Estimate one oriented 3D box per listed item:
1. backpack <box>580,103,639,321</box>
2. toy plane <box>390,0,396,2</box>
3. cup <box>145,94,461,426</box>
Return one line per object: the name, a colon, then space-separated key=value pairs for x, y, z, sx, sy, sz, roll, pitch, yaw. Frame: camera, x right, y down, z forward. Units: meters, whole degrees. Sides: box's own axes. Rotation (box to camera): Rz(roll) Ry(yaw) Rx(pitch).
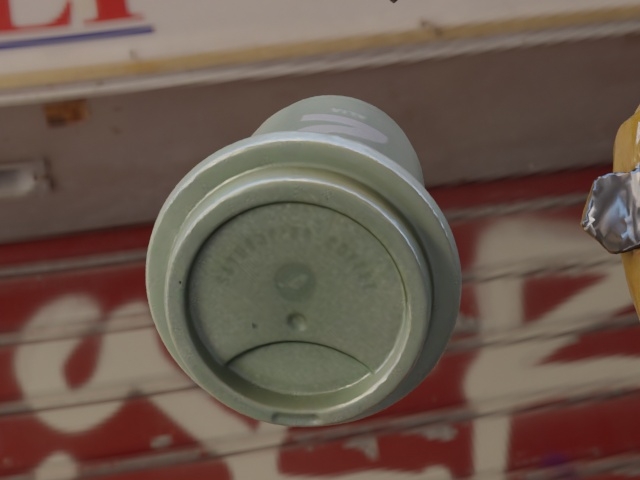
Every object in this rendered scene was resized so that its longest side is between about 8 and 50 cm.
backpack: x=0.345 y=0.018 z=0.825 sx=0.378 sy=0.353 sz=0.201 roll=-9 pitch=-10 yaw=-25
toy plane: x=0.193 y=-0.290 z=1.137 sx=0.155 sy=0.106 sz=0.382 roll=-23 pitch=4 yaw=-35
cup: x=0.000 y=0.000 z=0.586 sx=0.120 sy=0.120 sz=0.141 roll=-20 pitch=16 yaw=15
